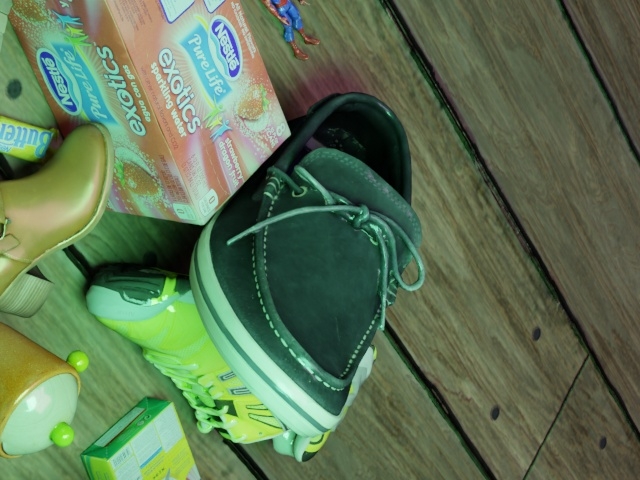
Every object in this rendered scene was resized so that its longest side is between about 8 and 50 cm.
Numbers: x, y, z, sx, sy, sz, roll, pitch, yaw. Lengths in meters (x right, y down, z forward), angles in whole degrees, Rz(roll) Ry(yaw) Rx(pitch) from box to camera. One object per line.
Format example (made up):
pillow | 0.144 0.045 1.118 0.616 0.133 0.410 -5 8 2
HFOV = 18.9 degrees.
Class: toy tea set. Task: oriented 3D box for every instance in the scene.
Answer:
toy tea set | -0.324 0.198 1.570 0.336 0.124 0.200 -55 157 5

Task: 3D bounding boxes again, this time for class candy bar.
candy bar | -0.293 -0.098 1.707 0.161 0.018 0.040 17 83 -50

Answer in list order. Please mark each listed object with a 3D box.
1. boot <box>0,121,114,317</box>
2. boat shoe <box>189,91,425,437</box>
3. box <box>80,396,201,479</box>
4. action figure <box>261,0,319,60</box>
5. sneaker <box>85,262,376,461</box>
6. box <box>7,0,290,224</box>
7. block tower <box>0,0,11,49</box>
boot | -0.274 -0.034 1.681 0.152 0.073 0.197 27 87 -44
boat shoe | 0.000 0.000 1.797 0.187 0.156 0.500 45 24 -16
box | -0.164 0.257 1.911 0.105 0.043 0.179 -41 124 -40
action figure | -0.035 -0.239 1.994 0.038 0.030 0.115 -53 132 -24
sneaker | -0.085 0.124 1.908 0.385 0.145 0.147 25 81 -46
box | -0.164 -0.181 1.752 0.154 0.142 0.300 -48 131 -34
block tower | -0.343 -0.087 1.582 0.091 0.097 0.335 23 77 -59
